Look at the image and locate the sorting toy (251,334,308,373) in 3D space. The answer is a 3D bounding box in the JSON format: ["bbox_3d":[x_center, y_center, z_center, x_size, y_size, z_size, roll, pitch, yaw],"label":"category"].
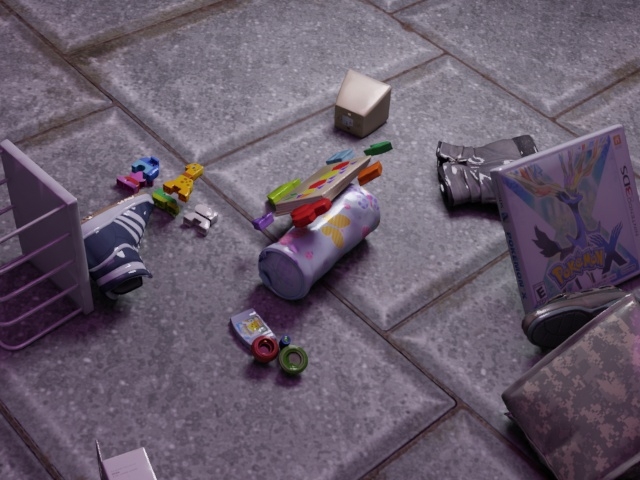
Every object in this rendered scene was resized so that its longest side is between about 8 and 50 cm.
[{"bbox_3d":[-0.071,0.197,1.680,0.102,0.042,0.061,25,60,0],"label":"sorting toy"}]

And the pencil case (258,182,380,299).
[{"bbox_3d":[0.000,0.000,1.837,0.113,0.124,0.273,49,52,-1],"label":"pencil case"}]

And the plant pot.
[{"bbox_3d":[0.086,-0.295,2.168,0.109,0.109,0.096,24,58,15],"label":"plant pot"}]

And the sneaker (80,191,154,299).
[{"bbox_3d":[-0.355,0.010,1.781,0.153,0.099,0.282,57,20,-4],"label":"sneaker"}]

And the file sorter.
[{"bbox_3d":[-0.516,0.018,1.617,0.193,0.277,0.173,38,55,26],"label":"file sorter"}]

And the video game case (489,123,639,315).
[{"bbox_3d":[0.489,-0.037,1.863,0.329,0.299,0.036,-20,10,-27],"label":"video game case"}]

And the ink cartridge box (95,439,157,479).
[{"bbox_3d":[-0.262,0.381,1.395,0.067,0.115,0.198,-15,49,-22],"label":"ink cartridge box"}]

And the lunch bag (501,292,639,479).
[{"bbox_3d":[0.468,0.274,1.584,0.287,0.169,0.235,-35,57,3],"label":"lunch bag"}]

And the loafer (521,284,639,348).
[{"bbox_3d":[0.471,0.135,1.802,0.268,0.096,0.084,-6,36,-28],"label":"loafer"}]

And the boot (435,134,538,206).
[{"bbox_3d":[0.364,-0.089,2.013,0.223,0.118,0.338,-7,39,-7],"label":"boot"}]

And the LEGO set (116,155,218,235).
[{"bbox_3d":[-0.286,-0.114,1.924,0.227,0.087,0.093,29,48,18],"label":"LEGO set"}]

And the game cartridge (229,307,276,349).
[{"bbox_3d":[-0.122,0.158,1.723,0.056,0.017,0.083,-25,53,-26],"label":"game cartridge"}]

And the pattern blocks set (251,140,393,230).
[{"bbox_3d":[0.004,-0.104,1.888,0.325,0.026,0.285,-37,20,-32],"label":"pattern blocks set"}]
